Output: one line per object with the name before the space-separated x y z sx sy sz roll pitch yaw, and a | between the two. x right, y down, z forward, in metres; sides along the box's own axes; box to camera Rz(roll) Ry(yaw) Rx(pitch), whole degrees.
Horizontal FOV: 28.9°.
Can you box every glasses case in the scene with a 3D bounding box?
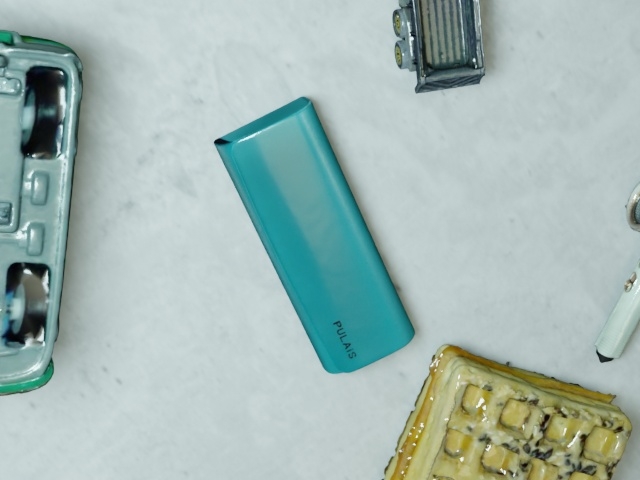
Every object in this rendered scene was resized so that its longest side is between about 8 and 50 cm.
glasses case | -0.001 0.001 1.384 0.117 0.070 0.301 -28 110 -6

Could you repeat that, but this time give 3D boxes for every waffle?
waffle | 0.188 0.330 1.493 0.260 0.114 0.376 18 99 -15

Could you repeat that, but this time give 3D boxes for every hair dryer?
hair dryer | 0.404 0.049 1.500 0.131 0.073 0.237 21 100 -20

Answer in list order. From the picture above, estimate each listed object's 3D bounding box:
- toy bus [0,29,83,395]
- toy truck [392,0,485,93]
toy bus | -0.344 -0.040 1.212 0.183 0.199 0.344 4 103 -22
toy truck | 0.126 -0.258 1.336 0.083 0.092 0.192 -10 105 -11
